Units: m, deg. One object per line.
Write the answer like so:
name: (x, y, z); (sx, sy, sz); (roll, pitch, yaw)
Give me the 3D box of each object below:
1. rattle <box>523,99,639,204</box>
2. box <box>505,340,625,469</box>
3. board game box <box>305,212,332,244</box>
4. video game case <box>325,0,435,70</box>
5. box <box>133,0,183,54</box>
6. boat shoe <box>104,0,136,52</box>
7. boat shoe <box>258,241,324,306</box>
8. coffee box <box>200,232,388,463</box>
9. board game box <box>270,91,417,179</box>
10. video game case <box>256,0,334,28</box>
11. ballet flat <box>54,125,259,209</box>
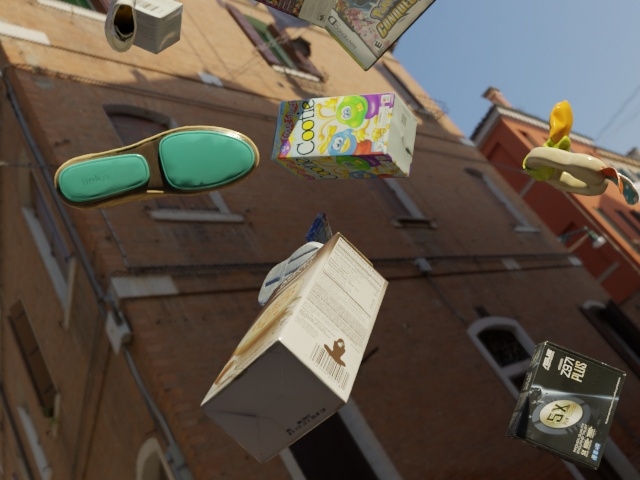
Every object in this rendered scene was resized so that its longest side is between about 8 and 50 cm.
rattle: (0.410, -0.135, 0.962); (0.143, 0.130, 0.200); (-47, 12, -8)
box: (0.435, 0.292, 1.153); (0.077, 0.147, 0.180); (78, -145, -73)
board game box: (0.000, 0.000, 1.468); (0.090, 0.020, 0.090); (-62, -35, -45)
video game case: (0.123, -0.601, 1.579); (0.275, 0.248, 0.035); (-45, 13, 4)
box: (-0.359, -0.462, 1.362); (0.102, 0.101, 0.087); (-57, -12, -49)
boat shoe: (-0.227, -0.245, 0.741); (0.035, 0.035, 0.100); (1, -26, -24)
boat shoe: (-0.013, 0.073, 1.037); (0.094, 0.109, 0.302); (22, -14, -17)
coffee box: (-0.019, 0.113, 0.750); (0.141, 0.098, 0.246); (-42, 8, 28)
board game box: (0.051, -0.222, 1.416); (0.275, 0.142, 0.144); (2, -14, 29)
video game case: (-0.033, -0.574, 1.308); (0.210, 0.042, 0.232); (5, -64, -43)
ballet flat: (-0.187, -0.086, 0.755); (0.232, 0.080, 0.073); (-8, 2, -4)
